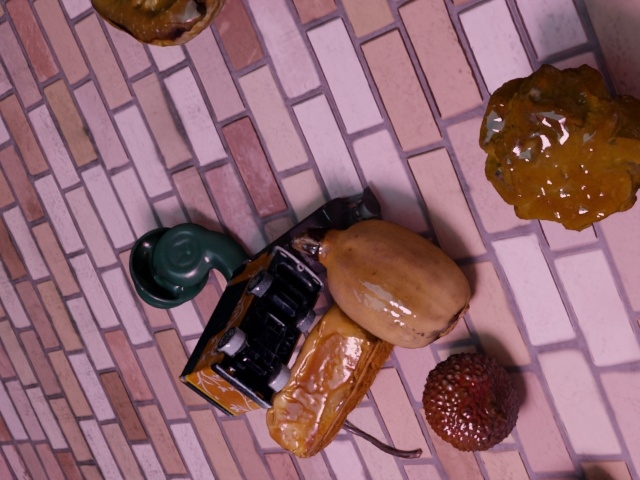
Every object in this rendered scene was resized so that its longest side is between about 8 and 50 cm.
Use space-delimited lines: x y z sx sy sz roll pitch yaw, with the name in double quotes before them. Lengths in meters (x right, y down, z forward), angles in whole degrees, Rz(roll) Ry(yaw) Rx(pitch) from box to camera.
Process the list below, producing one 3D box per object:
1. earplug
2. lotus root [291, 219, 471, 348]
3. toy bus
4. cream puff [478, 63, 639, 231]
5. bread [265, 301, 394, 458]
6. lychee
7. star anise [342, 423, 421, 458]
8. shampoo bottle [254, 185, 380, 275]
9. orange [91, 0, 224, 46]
"earplug" -0.265 0.069 2.161 0.257 0.164 0.280 25 152 -16
"lotus root" 0.097 0.055 1.754 0.310 0.183 0.183 32 131 12
"toy bus" -0.118 0.160 1.862 0.138 0.275 0.167 40 142 -20
"cream puff" 0.335 -0.127 1.434 0.244 0.196 0.244 23 128 34
"bread" 0.018 0.244 1.905 0.132 0.167 0.294 36 111 13
"lychee" 0.251 0.266 1.747 0.197 0.165 0.165 -15 101 63
"star anise" 0.070 0.345 2.067 0.227 0.218 0.148 17 96 -11
"shampoo bottle" 0.000 0.001 1.904 0.309 0.071 0.098 -34 87 47
"orange" -0.285 -0.503 1.792 0.271 0.210 0.369 -30 92 24
